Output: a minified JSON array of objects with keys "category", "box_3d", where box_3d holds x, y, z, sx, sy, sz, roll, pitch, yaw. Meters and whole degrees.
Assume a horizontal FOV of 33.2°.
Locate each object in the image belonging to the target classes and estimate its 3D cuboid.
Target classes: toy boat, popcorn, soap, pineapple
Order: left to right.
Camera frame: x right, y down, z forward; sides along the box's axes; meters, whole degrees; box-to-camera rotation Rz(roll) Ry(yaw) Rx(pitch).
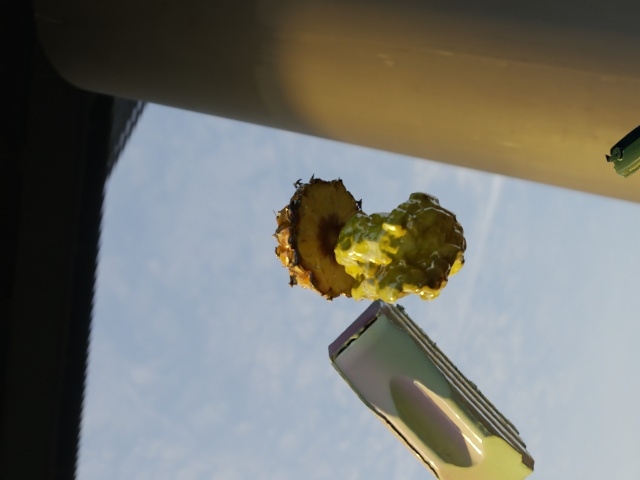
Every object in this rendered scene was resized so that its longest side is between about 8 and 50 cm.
[{"category":"pineapple","box_3d":[0.000,0.000,1.698,0.224,0.076,0.225,18,-115,-45]},{"category":"popcorn","box_3d":[0.122,0.019,1.563,0.197,0.197,0.156,-15,-94,-54]},{"category":"soap","box_3d":[0.209,0.307,2.048,0.156,0.261,0.446,-41,-78,8]},{"category":"toy boat","box_3d":[0.506,-0.152,1.657,0.060,0.141,0.055,4,-116,-24]}]
